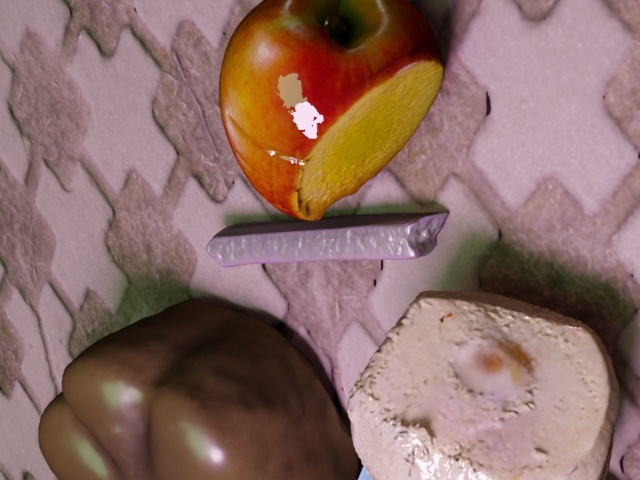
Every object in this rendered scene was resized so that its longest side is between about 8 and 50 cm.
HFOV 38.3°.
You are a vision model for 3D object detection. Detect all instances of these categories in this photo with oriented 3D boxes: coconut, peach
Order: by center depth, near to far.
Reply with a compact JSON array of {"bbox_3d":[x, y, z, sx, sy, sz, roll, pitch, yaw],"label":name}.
[{"bbox_3d":[0.183,0.209,1.032,0.297,0.297,0.254,34,153,21],"label":"coconut"},{"bbox_3d":[0.004,-0.162,1.051,0.275,0.248,0.245,104,154,-45],"label":"peach"}]

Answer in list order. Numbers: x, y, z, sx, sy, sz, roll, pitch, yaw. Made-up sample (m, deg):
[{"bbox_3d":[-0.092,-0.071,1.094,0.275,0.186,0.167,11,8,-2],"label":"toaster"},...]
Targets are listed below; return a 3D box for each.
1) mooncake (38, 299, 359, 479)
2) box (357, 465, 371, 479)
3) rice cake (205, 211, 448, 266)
[{"bbox_3d":[-0.186,0.328,1.367,0.467,0.262,0.467,15,119,29],"label":"mooncake"},{"bbox_3d":[0.100,0.349,1.239,0.083,0.142,0.232,31,125,23],"label":"box"},{"bbox_3d":[0.000,0.000,1.217,0.365,0.072,0.056,-3,105,35],"label":"rice cake"}]
